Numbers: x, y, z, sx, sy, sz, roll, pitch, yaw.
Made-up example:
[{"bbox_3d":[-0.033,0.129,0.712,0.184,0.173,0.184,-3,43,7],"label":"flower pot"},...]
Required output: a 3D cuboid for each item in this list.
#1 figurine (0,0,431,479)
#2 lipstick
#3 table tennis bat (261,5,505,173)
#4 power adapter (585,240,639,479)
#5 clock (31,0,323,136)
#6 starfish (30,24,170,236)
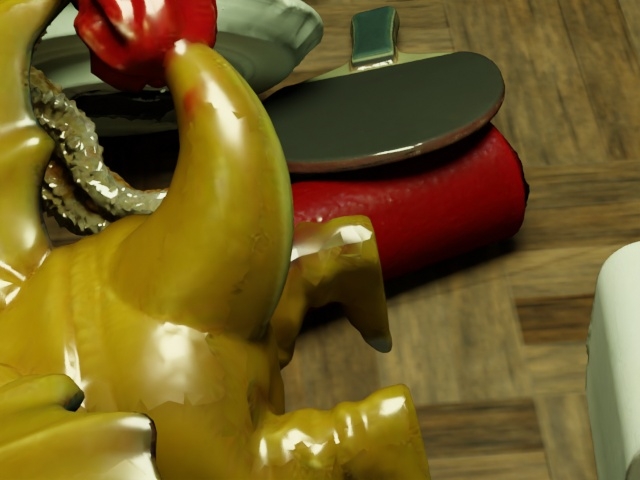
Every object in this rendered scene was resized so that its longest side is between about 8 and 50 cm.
[{"bbox_3d":[-0.161,0.058,0.759,0.387,0.268,0.401,-16,56,2],"label":"figurine"},{"bbox_3d":[0.000,0.000,1.017,0.241,0.080,0.080,-21,43,-22],"label":"lipstick"},{"bbox_3d":[0.033,-0.095,1.112,0.154,0.021,0.274,-11,22,6],"label":"table tennis bat"},{"bbox_3d":[0.196,0.065,0.890,0.125,0.130,0.205,-1,41,2],"label":"power adapter"},{"bbox_3d":[-0.114,-0.099,1.079,0.236,0.236,0.053,-3,81,-1],"label":"clock"},{"bbox_3d":[-0.207,-0.074,0.950,0.312,0.303,0.113,9,55,7],"label":"starfish"}]
